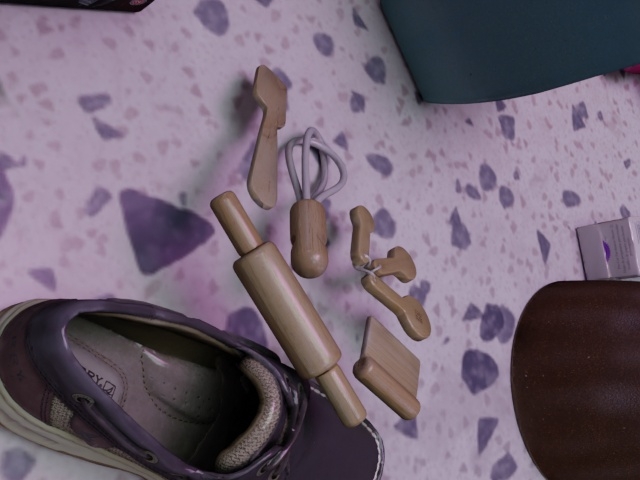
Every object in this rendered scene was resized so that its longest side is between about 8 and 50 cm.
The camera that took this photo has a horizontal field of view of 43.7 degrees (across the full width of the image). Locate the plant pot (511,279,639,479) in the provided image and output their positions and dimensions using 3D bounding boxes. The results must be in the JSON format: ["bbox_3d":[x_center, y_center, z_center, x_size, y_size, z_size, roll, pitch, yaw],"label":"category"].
[{"bbox_3d":[0.331,0.127,0.720,0.215,0.230,0.215,11,73,-39],"label":"plant pot"}]

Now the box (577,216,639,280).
[{"bbox_3d":[0.417,0.005,0.936,0.324,0.063,0.067,-4,83,-41],"label":"box"}]

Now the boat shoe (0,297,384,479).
[{"bbox_3d":[-0.057,0.108,0.479,0.285,0.092,0.103,31,60,-32],"label":"boat shoe"}]

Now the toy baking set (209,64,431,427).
[{"bbox_3d":[-0.002,0.003,0.553,0.256,0.030,0.197,57,27,-7],"label":"toy baking set"}]

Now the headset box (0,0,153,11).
[{"bbox_3d":[-0.172,-0.205,0.372,0.293,0.218,0.110,-10,86,-43],"label":"headset box"}]

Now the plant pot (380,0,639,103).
[{"bbox_3d":[0.179,-0.210,0.666,0.166,0.234,0.165,-34,102,-41],"label":"plant pot"}]

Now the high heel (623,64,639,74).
[{"bbox_3d":[0.363,-0.389,0.951,0.181,0.127,0.377,-29,95,-35],"label":"high heel"}]
